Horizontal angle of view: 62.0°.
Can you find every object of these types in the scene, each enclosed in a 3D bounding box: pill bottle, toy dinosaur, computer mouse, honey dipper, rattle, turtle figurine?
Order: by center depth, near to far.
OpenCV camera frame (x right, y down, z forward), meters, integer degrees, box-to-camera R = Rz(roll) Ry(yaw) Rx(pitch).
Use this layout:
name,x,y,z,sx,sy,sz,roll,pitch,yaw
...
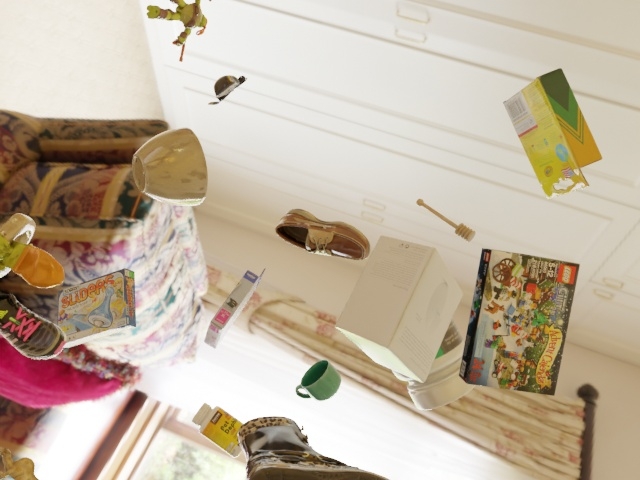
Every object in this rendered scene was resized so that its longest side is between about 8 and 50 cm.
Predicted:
name,x,y,z,sx,sy,sz,roll,pitch,yaw
rattle,-0.523,0.043,0.955,0.199,0.142,0.130,-45,-150,52
honey dipper,0.284,-0.050,1.226,0.030,0.160,0.030,-31,143,-28
toy dinosaur,-0.760,0.602,1.349,0.053,0.183,0.093,-21,-154,50
pill bottle,0.251,0.239,1.399,0.204,0.361,0.204,-26,174,-3
turtle figurine,-0.412,-0.670,1.597,0.269,0.087,0.217,-57,156,20
pill bottle,-0.365,0.694,1.967,0.117,0.215,0.117,-56,177,-5
computer mouse,-0.416,-0.627,2.212,0.184,0.060,0.262,-34,-167,20

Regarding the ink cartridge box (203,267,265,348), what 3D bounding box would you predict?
name,x,y,z,sx,sy,sz,roll,pitch,yaw
ink cartridge box,-0.321,0.240,1.998,0.311,0.065,0.186,-55,176,-39

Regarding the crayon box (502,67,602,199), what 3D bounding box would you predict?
name,x,y,z,sx,sy,sz,roll,pitch,yaw
crayon box,0.649,-0.287,1.484,0.202,0.081,0.319,148,-81,-80

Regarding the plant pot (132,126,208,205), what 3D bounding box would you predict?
name,x,y,z,sx,sy,sz,roll,pitch,yaw
plant pot,-0.546,-0.247,1.871,0.191,0.284,0.284,-15,132,-35

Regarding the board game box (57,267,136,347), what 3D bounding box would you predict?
name,x,y,z,sx,sy,sz,roll,pitch,yaw
board game box,-0.517,0.157,1.226,0.035,0.201,0.136,39,36,-61

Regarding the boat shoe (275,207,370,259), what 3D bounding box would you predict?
name,x,y,z,sx,sy,sz,roll,pitch,yaw
boat shoe,0.000,0.000,1.671,0.116,0.324,0.123,-40,138,-46

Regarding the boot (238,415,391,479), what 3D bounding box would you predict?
name,x,y,z,sx,sy,sz,roll,pitch,yaw
boot,-0.012,0.528,1.226,0.284,0.377,0.138,-163,-92,-71

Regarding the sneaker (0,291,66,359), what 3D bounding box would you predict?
name,x,y,z,sx,sy,sz,roll,pitch,yaw
sneaker,-0.472,0.126,0.822,0.063,0.170,0.075,-55,160,-25

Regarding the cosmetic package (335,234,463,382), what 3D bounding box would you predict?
name,x,y,z,sx,sy,sz,roll,pitch,yaw
cosmetic package,0.175,0.148,1.136,0.224,0.138,0.225,48,63,-48

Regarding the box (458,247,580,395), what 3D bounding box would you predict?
name,x,y,z,sx,sy,sz,roll,pitch,yaw
box,0.341,0.139,0.917,0.044,0.159,0.233,-135,-126,-84

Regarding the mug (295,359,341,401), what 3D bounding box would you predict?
name,x,y,z,sx,sy,sz,roll,pitch,yaw
mug,0.000,0.502,1.877,0.157,0.097,0.129,-25,-160,48
